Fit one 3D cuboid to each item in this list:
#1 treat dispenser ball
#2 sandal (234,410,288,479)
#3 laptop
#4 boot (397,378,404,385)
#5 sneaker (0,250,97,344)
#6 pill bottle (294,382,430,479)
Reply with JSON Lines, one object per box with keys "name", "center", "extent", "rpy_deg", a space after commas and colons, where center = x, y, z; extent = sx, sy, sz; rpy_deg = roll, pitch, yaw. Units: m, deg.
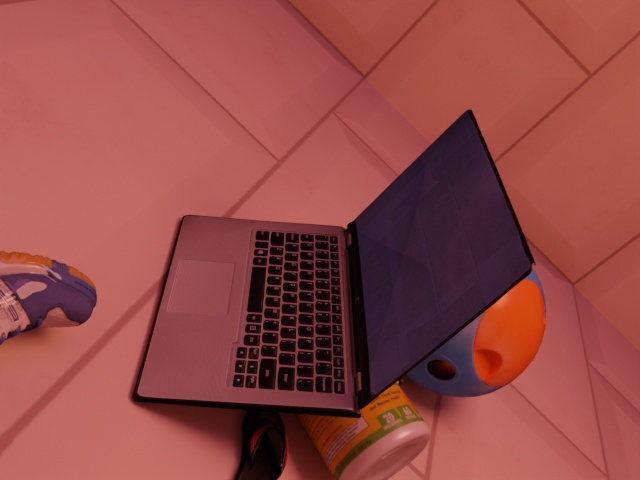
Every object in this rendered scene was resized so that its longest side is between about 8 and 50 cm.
{"name": "treat dispenser ball", "center": [0.241, 0.124, 1.281], "extent": [0.288, 0.288, 0.288], "rpy_deg": [36, 27, -22]}
{"name": "sandal", "center": [-0.065, 0.260, 0.896], "extent": [0.067, 0.040, 0.179], "rpy_deg": [38, 26, -16]}
{"name": "laptop", "center": [0.000, 0.000, 0.939], "extent": [0.407, 0.236, 0.382], "rpy_deg": [5, 34, -3]}
{"name": "boot", "center": [0.090, 0.137, 1.104], "extent": [0.179, 0.236, 0.085], "rpy_deg": [53, 54, -15]}
{"name": "sneaker", "center": [-0.344, 0.079, 0.692], "extent": [0.296, 0.111, 0.131], "rpy_deg": [11, 60, -49]}
{"name": "pill bottle", "center": [0.024, 0.200, 1.000], "extent": [0.136, 0.136, 0.246], "rpy_deg": [9, 37, -52]}
